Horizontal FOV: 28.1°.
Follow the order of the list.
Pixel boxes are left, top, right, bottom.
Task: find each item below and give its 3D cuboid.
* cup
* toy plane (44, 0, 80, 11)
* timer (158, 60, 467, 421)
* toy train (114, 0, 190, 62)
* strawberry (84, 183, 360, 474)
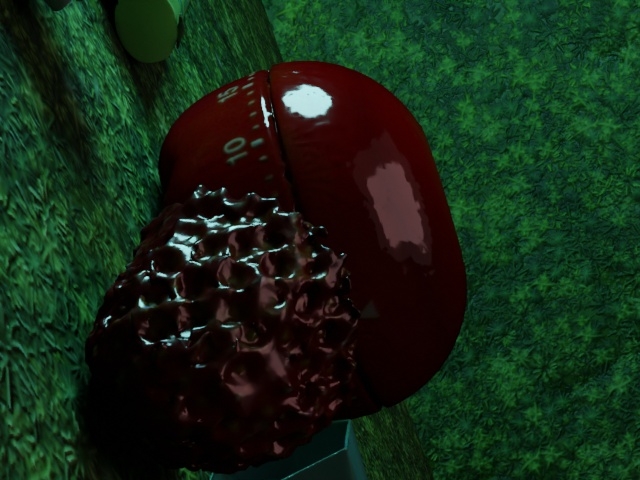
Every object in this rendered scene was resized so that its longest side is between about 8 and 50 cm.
[{"bbox_3d":[0.004,0.292,1.138,0.134,0.148,0.235,8,-60,68],"label":"cup"},{"bbox_3d":[-0.219,-0.323,1.111,0.267,0.122,0.267,21,63,-48],"label":"toy plane"},{"bbox_3d":[0.000,0.000,1.337,0.378,0.279,0.378,-19,90,-85],"label":"timer"},{"bbox_3d":[-0.193,-0.293,1.475,0.253,0.105,0.157,-93,175,-68],"label":"toy train"},{"bbox_3d":[-0.100,0.086,0.947,0.178,0.234,0.234,-25,95,-54],"label":"strawberry"}]
